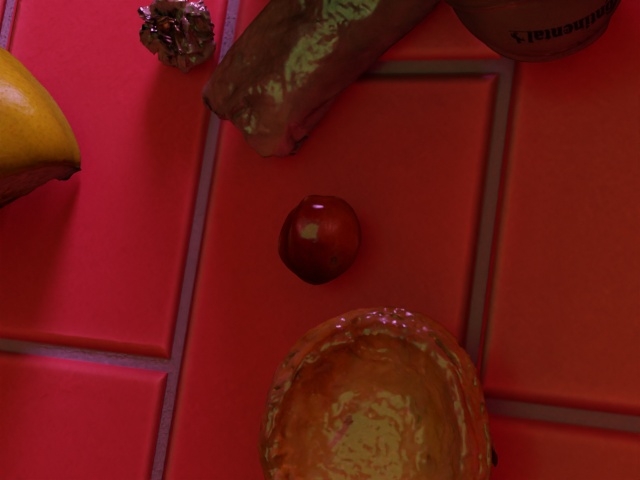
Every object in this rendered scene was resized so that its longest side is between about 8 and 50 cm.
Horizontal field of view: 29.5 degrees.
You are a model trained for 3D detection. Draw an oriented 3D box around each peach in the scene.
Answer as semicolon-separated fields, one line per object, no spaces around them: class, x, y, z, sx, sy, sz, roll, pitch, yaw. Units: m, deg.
peach;0.000;0.001;1.454;0.101;0.101;0.100;-7;75;26

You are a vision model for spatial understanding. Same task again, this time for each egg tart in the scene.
egg tart;0.068;0.219;1.353;0.294;0.123;0.294;-5;76;22

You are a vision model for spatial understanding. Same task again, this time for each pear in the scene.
pear;-0.550;-0.165;1.662;0.342;0.238;0.318;-26;82;13

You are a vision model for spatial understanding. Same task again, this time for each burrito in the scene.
burrito;-0.004;-0.256;1.514;0.348;0.107;0.175;-43;76;15

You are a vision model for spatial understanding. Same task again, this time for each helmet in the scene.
helmet;0.265;-0.276;1.356;0.258;0.137;0.204;-16;29;15

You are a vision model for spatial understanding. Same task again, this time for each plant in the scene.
plant;-0.202;-0.278;1.612;0.117;0.122;0.104;2;90;21
